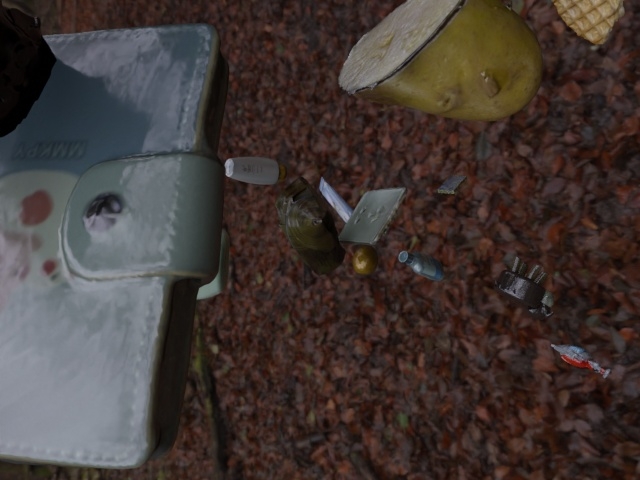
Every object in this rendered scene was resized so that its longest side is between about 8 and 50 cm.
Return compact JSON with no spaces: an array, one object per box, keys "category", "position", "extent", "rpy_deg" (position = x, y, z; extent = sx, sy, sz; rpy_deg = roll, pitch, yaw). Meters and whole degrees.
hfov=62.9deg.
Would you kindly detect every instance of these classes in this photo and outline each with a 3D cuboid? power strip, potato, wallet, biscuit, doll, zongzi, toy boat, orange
[{"category":"power strip","position":[0.163,-0.060,1.514],"extent":[0.198,0.064,0.213],"rpy_deg":[-56,25,-14]},{"category":"potato","position":[0.264,-0.352,1.127],"extent":[0.397,0.296,0.290],"rpy_deg":[-26,36,47]},{"category":"wallet","position":[-0.195,-0.012,0.416],"extent":[0.083,0.251,0.361],"rpy_deg":[45,-134,-66]},{"category":"biscuit","position":[0.601,-0.593,1.163],"extent":[0.204,0.040,0.309],"rpy_deg":[43,164,24]},{"category":"doll","position":[0.508,0.229,1.024],"extent":[0.114,0.057,0.039],"rpy_deg":[31,113,36]},{"category":"zongzi","position":[0.000,0.000,1.386],"extent":[0.286,0.138,0.300],"rpy_deg":[62,171,-25]},{"category":"toy boat","position":[0.451,-0.192,1.785],"extent":[0.063,0.115,0.016],"rpy_deg":[10,126,38]},{"category":"orange","position":[0.144,0.061,1.659],"extent":[0.085,0.085,0.095],"rpy_deg":[-16,46,62]}]

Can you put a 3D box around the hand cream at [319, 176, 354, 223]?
[{"category":"hand cream","position":[0.080,-0.122,1.890],"extent":[0.256,0.055,0.088],"rpy_deg":[51,163,17]}]

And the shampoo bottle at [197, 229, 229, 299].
[{"category":"shampoo bottle","position":[-0.430,0.048,1.428],"extent":[0.151,0.349,0.222],"rpy_deg":[-98,12,-76]}]

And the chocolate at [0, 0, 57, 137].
[{"category":"chocolate","position":[-0.284,-0.170,0.297],"extent":[0.206,0.224,0.177],"rpy_deg":[40,139,18]}]

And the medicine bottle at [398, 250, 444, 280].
[{"category":"medicine bottle","position":[0.362,0.084,1.869],"extent":[0.053,0.208,0.090],"rpy_deg":[-38,47,33]}]

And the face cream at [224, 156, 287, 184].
[{"category":"face cream","position":[-0.170,-0.187,1.395],"extent":[0.051,0.182,0.072],"rpy_deg":[5,95,45]}]

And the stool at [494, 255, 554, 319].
[{"category":"stool","position":[0.570,0.133,1.427],"extent":[0.121,0.217,0.125],"rpy_deg":[-60,17,-3]}]
